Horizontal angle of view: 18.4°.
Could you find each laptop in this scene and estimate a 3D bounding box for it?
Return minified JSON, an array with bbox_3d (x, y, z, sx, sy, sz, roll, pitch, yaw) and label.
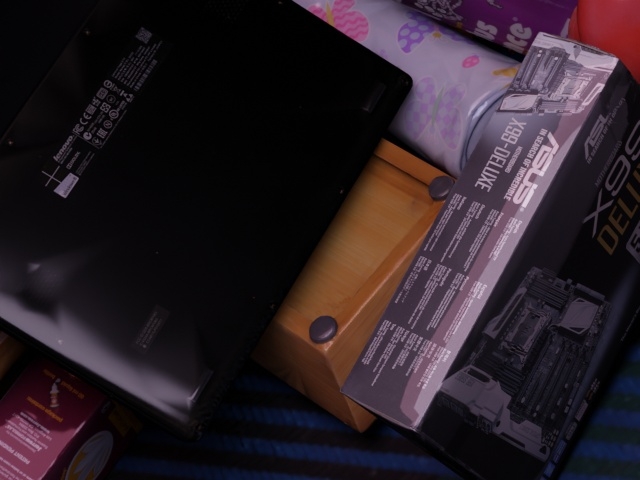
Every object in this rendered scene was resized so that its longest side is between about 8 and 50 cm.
[{"bbox_3d":[-0.206,-0.061,1.694,0.408,0.236,0.382,32,66,-2],"label":"laptop"}]

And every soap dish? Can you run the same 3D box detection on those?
[{"bbox_3d":[0.000,0.000,1.701,0.291,0.118,0.229,32,75,38],"label":"soap dish"}]

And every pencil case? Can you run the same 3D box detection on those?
[{"bbox_3d":[0.085,-0.153,1.767,0.273,0.113,0.124,37,93,38],"label":"pencil case"}]

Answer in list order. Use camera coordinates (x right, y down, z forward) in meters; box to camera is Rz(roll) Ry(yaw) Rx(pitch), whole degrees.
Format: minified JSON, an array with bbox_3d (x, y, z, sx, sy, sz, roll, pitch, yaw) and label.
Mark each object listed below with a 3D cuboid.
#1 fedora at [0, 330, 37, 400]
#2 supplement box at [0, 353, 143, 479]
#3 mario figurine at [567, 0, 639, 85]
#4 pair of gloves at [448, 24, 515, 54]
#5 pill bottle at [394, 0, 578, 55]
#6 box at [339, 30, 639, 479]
[{"bbox_3d":[-0.282,0.096,1.714,0.079,0.194,0.194,35,75,9],"label":"fedora"},{"bbox_3d":[-0.246,0.195,1.682,0.081,0.104,0.188,30,74,22],"label":"supplement box"},{"bbox_3d":[0.247,-0.254,1.566,0.198,0.170,0.320,-6,62,28],"label":"mario figurine"},{"bbox_3d":[0.157,-0.199,1.833,0.083,0.010,0.074,-10,55,17],"label":"pair of gloves"},{"bbox_3d":[0.148,-0.259,1.690,0.301,0.169,0.169,23,67,3],"label":"pill bottle"},{"bbox_3d":[0.163,0.031,1.494,0.076,0.242,0.307,25,81,33],"label":"box"}]
